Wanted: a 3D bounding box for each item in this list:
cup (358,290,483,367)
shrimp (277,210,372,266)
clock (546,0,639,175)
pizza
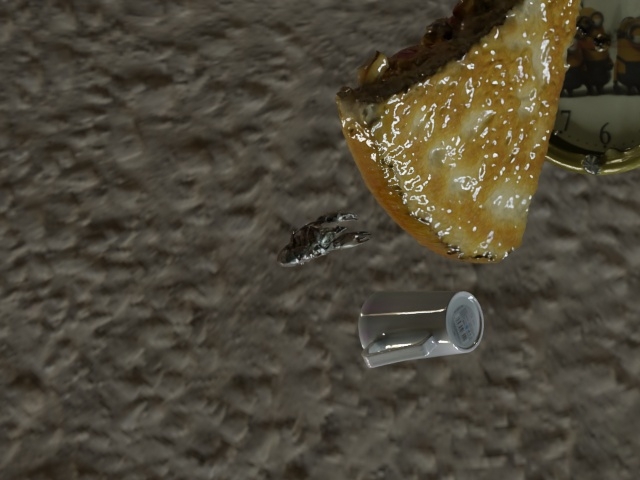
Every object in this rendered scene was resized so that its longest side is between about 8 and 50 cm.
[{"bbox_3d":[0.092,0.092,1.391,0.116,0.104,0.074,-6,114,45],"label":"cup"},{"bbox_3d":[0.001,-0.004,1.265,0.092,0.029,0.038,-18,110,-22],"label":"shrimp"},{"bbox_3d":[0.253,-0.175,1.239,0.237,0.057,0.237,11,106,41],"label":"clock"},{"bbox_3d":[0.090,-0.093,0.792,0.062,0.188,0.199,25,76,38],"label":"pizza"}]
